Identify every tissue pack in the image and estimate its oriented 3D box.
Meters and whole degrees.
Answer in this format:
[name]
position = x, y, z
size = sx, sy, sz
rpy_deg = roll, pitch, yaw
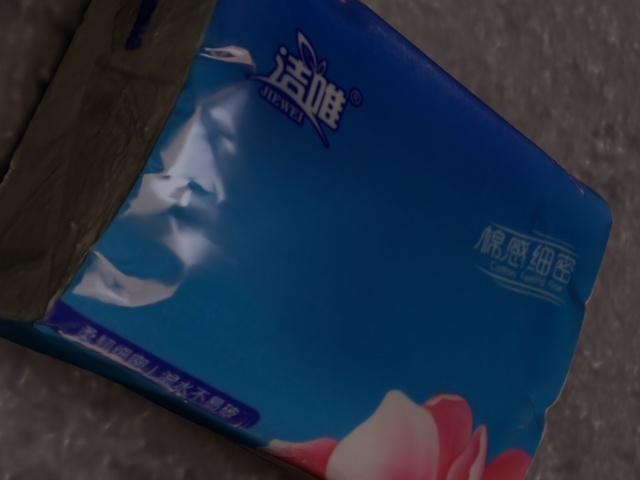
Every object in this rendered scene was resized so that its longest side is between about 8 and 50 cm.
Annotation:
[tissue pack]
position = 0.000, 0.000, 0.621
size = 0.269, 0.137, 0.209
rpy_deg = 34, 71, -32
